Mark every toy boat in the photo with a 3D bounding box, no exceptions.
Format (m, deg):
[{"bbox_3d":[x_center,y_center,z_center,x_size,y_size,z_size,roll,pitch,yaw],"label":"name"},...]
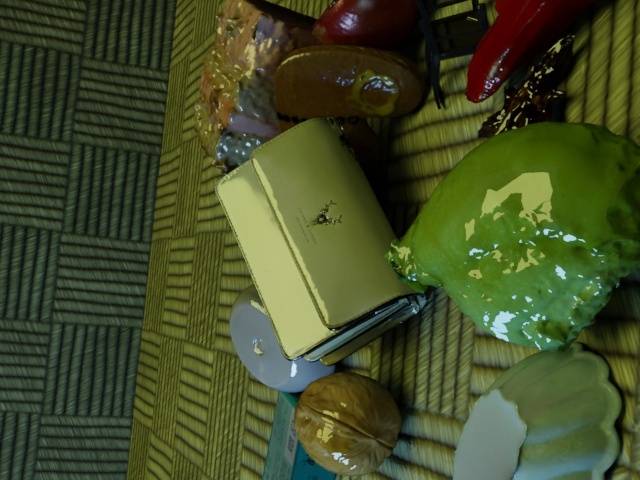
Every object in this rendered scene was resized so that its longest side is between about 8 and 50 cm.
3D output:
[{"bbox_3d":[0.241,0.249,1.093,0.199,0.100,0.290,-113,39,-52],"label":"toy boat"}]

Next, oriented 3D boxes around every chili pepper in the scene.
[{"bbox_3d":[0.282,-0.302,1.147,0.387,0.110,0.110,129,142,-54],"label":"chili pepper"}]

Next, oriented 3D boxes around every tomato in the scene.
[{"bbox_3d":[0.095,-0.392,1.573,0.200,0.139,0.233,-42,4,24],"label":"tomato"}]

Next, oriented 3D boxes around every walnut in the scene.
[{"bbox_3d":[0.044,0.298,1.485,0.197,0.165,0.165,169,107,-67],"label":"walnut"}]

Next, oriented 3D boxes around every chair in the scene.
[{"bbox_3d":[0.208,-0.296,1.388,0.212,0.102,0.084,63,-164,-55],"label":"chair"}]

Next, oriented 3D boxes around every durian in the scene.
[{"bbox_3d":[0.248,-0.014,1.050,0.255,0.204,0.339,52,132,24],"label":"durian"}]

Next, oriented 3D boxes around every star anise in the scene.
[{"bbox_3d":[0.273,-0.158,1.193,0.212,0.054,0.157,146,132,-61],"label":"star anise"}]

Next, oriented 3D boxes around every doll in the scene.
[{"bbox_3d":[-0.050,0.162,1.739,0.251,0.221,0.221,55,142,17],"label":"doll"}]

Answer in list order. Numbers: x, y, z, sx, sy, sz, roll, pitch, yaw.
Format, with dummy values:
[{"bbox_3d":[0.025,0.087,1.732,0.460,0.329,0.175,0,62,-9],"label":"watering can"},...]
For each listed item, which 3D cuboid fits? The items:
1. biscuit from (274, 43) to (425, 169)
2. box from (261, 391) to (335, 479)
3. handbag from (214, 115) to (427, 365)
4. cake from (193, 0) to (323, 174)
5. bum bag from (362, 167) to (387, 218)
[{"bbox_3d":[0.047,-0.214,1.590,0.052,0.262,0.277,-66,-18,-44],"label":"biscuit"},{"bbox_3d":[-0.037,0.415,1.733,0.153,0.092,0.244,-143,62,-64],"label":"box"},{"bbox_3d":[0.000,0.000,1.500,0.237,0.160,0.358,-32,65,16],"label":"handbag"},{"bbox_3d":[-0.082,-0.300,1.809,0.314,0.293,0.306,50,126,56],"label":"cake"},{"bbox_3d":[0.048,-0.077,1.637,0.159,0.026,0.109,4,95,30],"label":"bum bag"}]
